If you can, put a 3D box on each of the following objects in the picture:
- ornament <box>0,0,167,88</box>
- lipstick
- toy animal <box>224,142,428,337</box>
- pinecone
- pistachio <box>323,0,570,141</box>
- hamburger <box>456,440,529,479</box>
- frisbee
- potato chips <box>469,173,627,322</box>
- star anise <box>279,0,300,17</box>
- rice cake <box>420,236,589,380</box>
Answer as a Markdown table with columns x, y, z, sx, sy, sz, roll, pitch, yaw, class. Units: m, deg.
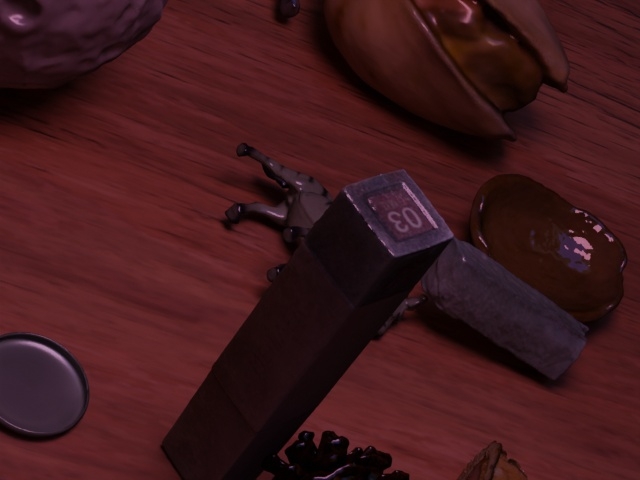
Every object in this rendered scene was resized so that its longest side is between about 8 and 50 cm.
| x | y | z | sx | sy | sz | roll | pitch | yaw | class |
| --- | --- | --- | --- | --- | --- | --- | --- | --- | --- |
| -0.295 | -0.301 | 1.688 | 0.337 | 0.337 | 0.337 | 18 | 44 | -19 | ornament |
| -0.021 | 0.090 | 1.464 | 0.080 | 0.371 | 0.076 | -19 | 65 | -43 | lipstick |
| 0.004 | -0.003 | 1.795 | 0.176 | 0.073 | 0.217 | 10 | 39 | -45 | toy animal |
| 0.009 | 0.244 | 1.513 | 0.163 | 0.163 | 0.165 | 8 | 33 | -28 | pinecone |
| 0.143 | -0.255 | 2.012 | 0.321 | 0.229 | 0.238 | 44 | 8 | -2 | pistachio |
| 0.165 | 0.282 | 1.633 | 0.102 | 0.087 | 0.176 | 43 | 31 | -12 | hamburger |
| -0.259 | 0.129 | 1.542 | 0.110 | 0.014 | 0.110 | 18 | 45 | -19 | frisbee |
| 0.249 | 0.017 | 1.942 | 0.208 | 0.062 | 0.195 | -14 | 67 | -42 | potato chips |
| -0.203 | -0.407 | 2.007 | 0.316 | 0.139 | 0.359 | -9 | 73 | -30 | star anise |
| 0.196 | 0.075 | 1.823 | 0.206 | 0.069 | 0.063 | 36 | 19 | -21 | rice cake |
